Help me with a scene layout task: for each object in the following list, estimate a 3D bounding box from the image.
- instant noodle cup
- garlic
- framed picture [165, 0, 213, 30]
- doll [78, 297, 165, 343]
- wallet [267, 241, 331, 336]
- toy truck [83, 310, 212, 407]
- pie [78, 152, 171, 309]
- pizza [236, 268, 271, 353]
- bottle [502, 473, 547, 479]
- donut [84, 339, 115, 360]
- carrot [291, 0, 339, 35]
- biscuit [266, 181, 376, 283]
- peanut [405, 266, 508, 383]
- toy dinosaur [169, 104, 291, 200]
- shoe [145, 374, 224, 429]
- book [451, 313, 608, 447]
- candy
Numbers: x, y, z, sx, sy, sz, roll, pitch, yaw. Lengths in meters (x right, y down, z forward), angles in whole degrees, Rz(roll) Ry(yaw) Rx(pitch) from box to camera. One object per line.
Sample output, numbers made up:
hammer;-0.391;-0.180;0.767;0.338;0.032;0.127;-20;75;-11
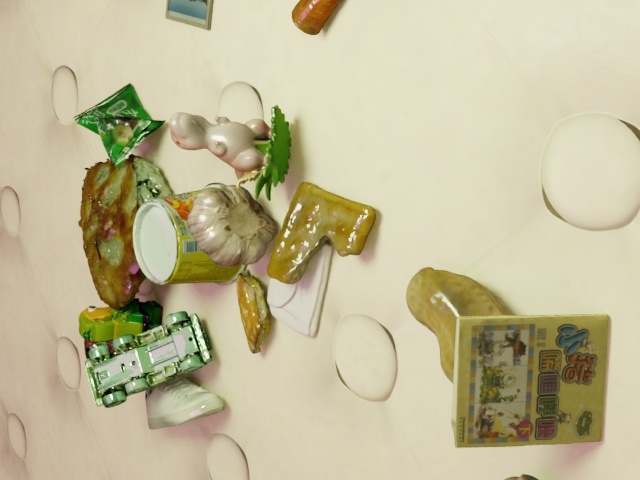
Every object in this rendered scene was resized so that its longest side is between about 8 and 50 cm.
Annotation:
instant noodle cup;-0.250;-0.002;1.506;0.205;0.153;0.205;11;105;45
garlic;-0.159;-0.024;1.401;0.102;0.159;0.147;-24;52;52
framed picture;-0.252;-0.472;1.534;0.149;0.011;0.109;26;115;41
doll;-0.426;0.182;1.713;0.134;0.186;0.106;-122;39;-64
wallet;-0.041;0.069;1.381;0.124;0.032;0.183;29;115;38
toy truck;-0.341;0.242;1.629;0.260;0.135;0.128;-26;73;13
pie;-0.426;-0.028;1.701;0.288;0.103;0.354;-39;57;40
pizza;-0.121;0.128;1.469;0.099;0.036;0.160;-23;78;60
bottle;0.302;0.393;1.018;0.209;0.097;0.110;45;112;33
donut;-0.492;0.248;1.866;0.184;0.073;0.166;-38;66;42
carrot;0.033;-0.416;1.212;0.224;0.057;0.057;-49;61;36
biscuit;0.000;0.000;1.289;0.183;0.039;0.174;19;89;43
peanut;0.198;0.125;1.076;0.236;0.110;0.120;47;136;34
toy dinosaur;-0.149;-0.144;1.335;0.177;0.194;0.152;-1;75;18
shoe;-0.297;0.327;1.653;0.265;0.095;0.110;-28;74;48
book;0.258;0.173;0.983;0.013;0.192;0.168;-126;35;-78
candy;-0.421;-0.244;1.674;0.203;0.141;0.078;46;155;36
